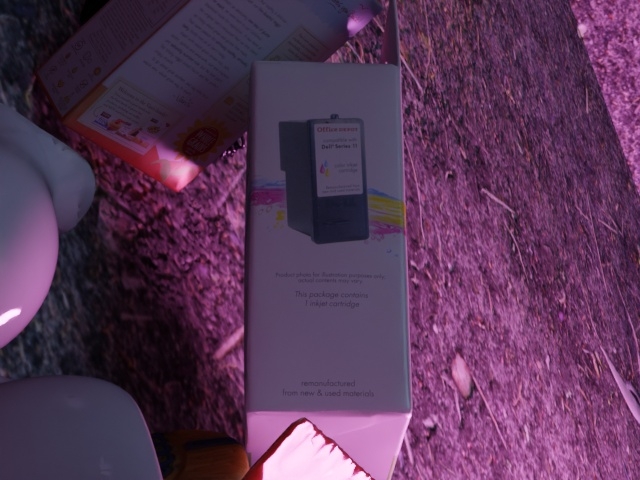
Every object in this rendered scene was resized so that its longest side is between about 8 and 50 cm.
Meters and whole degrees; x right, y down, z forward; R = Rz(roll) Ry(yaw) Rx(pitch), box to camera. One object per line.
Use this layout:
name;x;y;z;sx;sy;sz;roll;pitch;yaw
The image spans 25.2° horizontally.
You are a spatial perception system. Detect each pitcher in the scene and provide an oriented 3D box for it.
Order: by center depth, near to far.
pitcher;-0.237;-0.026;0.879;0.178;0.125;0.207;42;23;-15

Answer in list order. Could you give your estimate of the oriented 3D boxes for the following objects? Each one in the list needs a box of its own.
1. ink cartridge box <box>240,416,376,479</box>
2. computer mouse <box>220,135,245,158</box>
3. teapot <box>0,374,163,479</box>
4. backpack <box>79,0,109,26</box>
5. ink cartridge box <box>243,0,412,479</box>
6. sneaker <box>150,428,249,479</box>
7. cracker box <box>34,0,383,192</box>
ink cartridge box;-0.050;0.296;0.655;0.385;0.091;0.308;-52;151;-8
computer mouse;-0.051;-0.122;1.392;0.193;0.042;0.106;5;65;-57
teapot;-0.178;0.197;0.734;0.256;0.187;0.252;-137;-136;-64
backpack;-0.122;-0.201;1.197;0.101;0.120;0.098;48;34;-42
ink cartridge box;0.000;0.000;1.118;0.207;0.119;0.353;96;-6;-64
sneaker;-0.087;0.228;0.959;0.296;0.112;0.130;-125;-152;-70
cracker box;-0.084;-0.157;1.116;0.156;0.232;0.067;34;20;-54
